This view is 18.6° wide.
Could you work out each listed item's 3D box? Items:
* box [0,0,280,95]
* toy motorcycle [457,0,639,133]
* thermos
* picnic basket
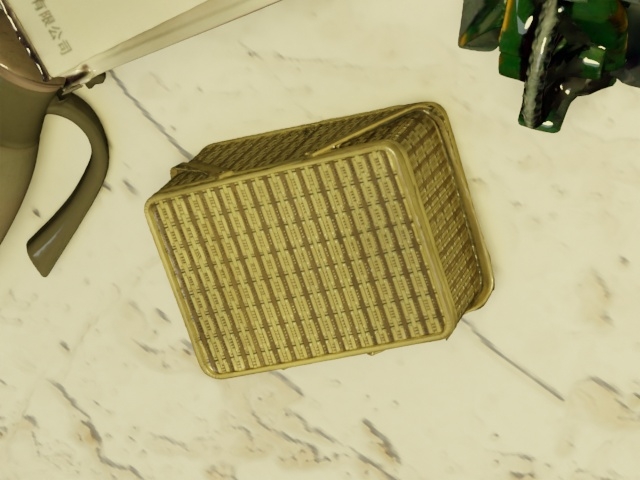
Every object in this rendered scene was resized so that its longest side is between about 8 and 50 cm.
[{"bbox_3d":[-0.109,-0.253,0.922,0.173,0.145,0.333,-23,102,29],"label":"box"},{"bbox_3d":[0.124,-0.181,0.867,0.124,0.187,0.275,16,136,12],"label":"toy motorcycle"},{"bbox_3d":[-0.195,-0.035,1.086,0.137,0.105,0.193,27,115,-22],"label":"thermos"},{"bbox_3d":[0.000,0.000,1.029,0.164,0.079,0.115,-12,108,24],"label":"picnic basket"}]
